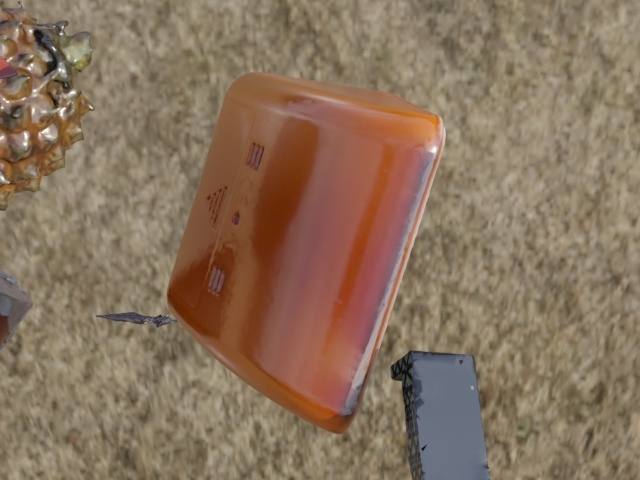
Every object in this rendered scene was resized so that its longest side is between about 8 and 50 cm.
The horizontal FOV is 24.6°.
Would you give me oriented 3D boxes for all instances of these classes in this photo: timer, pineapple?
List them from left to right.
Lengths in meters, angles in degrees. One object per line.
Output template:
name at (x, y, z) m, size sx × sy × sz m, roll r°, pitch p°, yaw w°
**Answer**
pineapple at (-0.258, -0.111, 1.147) m, size 0.193 × 0.166 × 0.166 m, roll -28°, pitch 58°, yaw 11°
timer at (0.000, 0.000, 1.202) m, size 0.161 × 0.257 × 0.250 m, roll 14°, pitch 9°, yaw -25°

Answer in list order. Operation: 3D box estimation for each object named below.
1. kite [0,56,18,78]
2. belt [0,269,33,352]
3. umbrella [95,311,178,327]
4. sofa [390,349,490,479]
kite at (-0.227, -0.058, 0.642) m, size 0.189 × 0.009 × 0.232 m, roll -15°, pitch 38°, yaw -18°
belt at (-0.415, 0.033, 1.424) m, size 0.227 × 0.324 × 0.115 m, roll 35°, pitch 88°, yaw 32°
umbrella at (-0.231, 0.103, 1.912) m, size 0.122 × 0.013 × 0.022 m, roll -1°, pitch 67°, yaw -9°
sofa at (0.088, 0.143, 1.088) m, size 0.060 × 0.039 × 0.118 m, roll 7°, pitch 61°, yaw -24°
